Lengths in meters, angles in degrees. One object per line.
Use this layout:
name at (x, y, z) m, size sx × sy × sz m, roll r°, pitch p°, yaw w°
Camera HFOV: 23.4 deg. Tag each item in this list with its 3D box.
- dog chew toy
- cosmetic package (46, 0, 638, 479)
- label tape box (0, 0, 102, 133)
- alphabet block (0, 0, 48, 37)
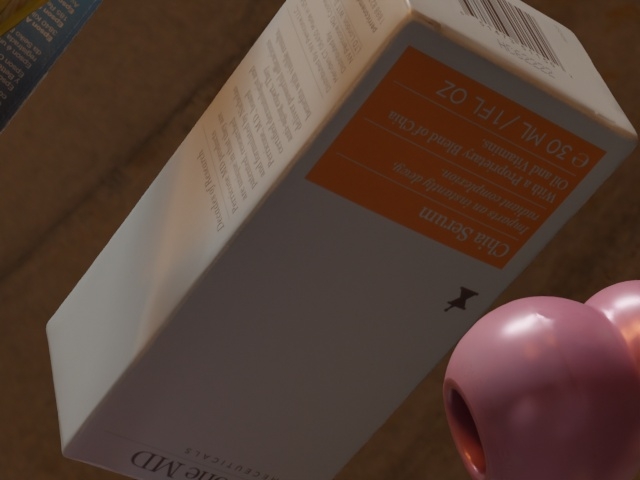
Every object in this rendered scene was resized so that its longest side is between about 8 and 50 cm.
dog chew toy at (0.288, 0.131, 1.453) m, size 0.331 × 0.206 × 0.207 m, roll -17°, pitch -65°, yaw -12°
cosmetic package at (0.000, 0.000, 1.204) m, size 0.230 × 0.161 × 0.453 m, roll 23°, pitch -60°, yaw -30°
label tape box at (-0.341, -0.122, 1.050) m, size 0.249 × 0.115 × 0.348 m, roll 40°, pitch -126°, yaw -14°
alphabet block at (-0.193, -0.245, 0.862) m, size 0.197 × 0.193 × 0.192 m, roll 46°, pitch -137°, yaw -6°
